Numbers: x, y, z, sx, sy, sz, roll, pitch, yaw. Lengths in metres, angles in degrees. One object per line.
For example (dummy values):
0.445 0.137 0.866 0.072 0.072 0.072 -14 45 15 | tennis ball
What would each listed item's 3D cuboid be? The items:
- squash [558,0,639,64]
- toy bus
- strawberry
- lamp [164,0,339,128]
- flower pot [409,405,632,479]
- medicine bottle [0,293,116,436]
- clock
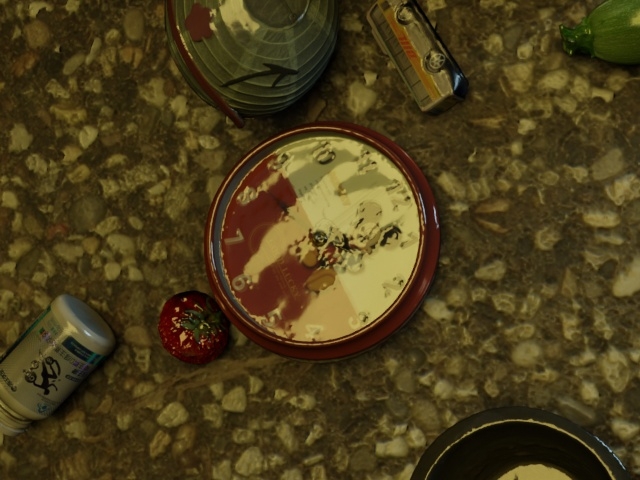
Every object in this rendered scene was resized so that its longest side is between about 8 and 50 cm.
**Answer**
0.485 -0.282 1.363 0.394 0.107 0.107 -12 79 15 | squash
0.125 -0.247 1.497 0.072 0.057 0.172 -35 74 19 | toy bus
-0.172 0.120 1.519 0.106 0.106 0.106 -2 82 17 | strawberry
-0.091 -0.286 1.486 0.233 0.233 0.265 -19 86 14 | lamp
0.242 0.328 1.323 0.268 0.166 0.269 -3 80 19 | flower pot
-0.379 0.174 1.565 0.191 0.107 0.107 -46 72 6 | medicine bottle
0.000 0.000 1.489 0.318 0.080 0.319 -3 77 14 | clock
